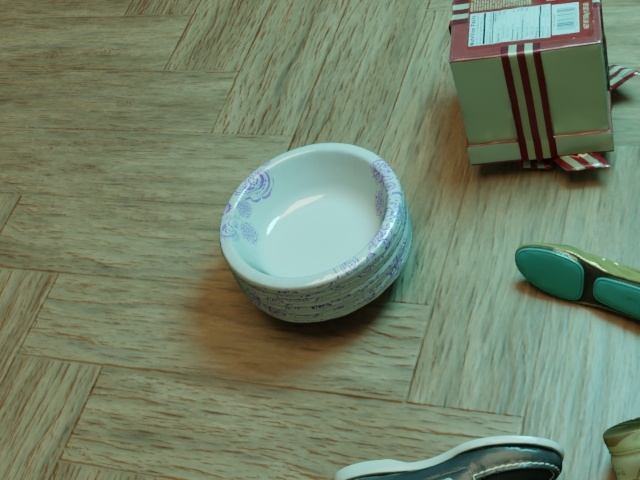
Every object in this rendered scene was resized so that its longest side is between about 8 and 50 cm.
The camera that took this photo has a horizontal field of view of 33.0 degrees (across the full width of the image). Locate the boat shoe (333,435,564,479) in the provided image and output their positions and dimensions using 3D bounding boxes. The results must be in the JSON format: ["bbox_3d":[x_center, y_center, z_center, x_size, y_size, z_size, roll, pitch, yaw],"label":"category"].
[{"bbox_3d":[0.160,0.320,1.349,0.302,0.114,0.091,-18,45,20],"label":"boat shoe"}]

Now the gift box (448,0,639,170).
[{"bbox_3d":[0.348,-0.261,1.662,0.276,0.258,0.255,0,52,18],"label":"gift box"}]

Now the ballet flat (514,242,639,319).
[{"bbox_3d":[0.388,0.054,1.524,0.232,0.080,0.073,24,34,31],"label":"ballet flat"}]

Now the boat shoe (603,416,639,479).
[{"bbox_3d":[0.494,0.240,1.312,0.285,0.104,0.089,-15,86,13],"label":"boat shoe"}]

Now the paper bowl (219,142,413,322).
[{"bbox_3d":[0.000,0.000,1.641,0.284,0.148,0.284,-10,50,12],"label":"paper bowl"}]
